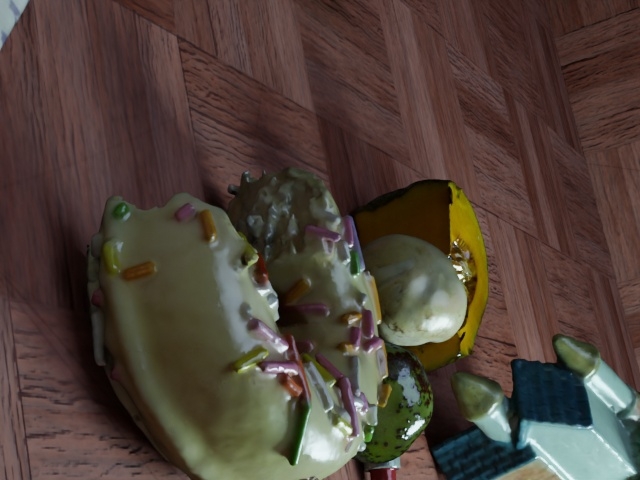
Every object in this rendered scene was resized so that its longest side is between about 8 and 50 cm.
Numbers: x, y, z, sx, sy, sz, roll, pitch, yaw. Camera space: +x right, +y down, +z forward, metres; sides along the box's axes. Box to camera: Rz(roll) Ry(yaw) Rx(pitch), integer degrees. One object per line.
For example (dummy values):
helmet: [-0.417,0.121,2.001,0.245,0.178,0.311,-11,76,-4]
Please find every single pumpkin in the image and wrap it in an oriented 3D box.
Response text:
pumpkin: [0.122,0.037,1.608,0.280,0.139,0.190,-56,129,-65]

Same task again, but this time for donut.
donut: [-0.054,0.084,1.160,0.371,0.150,0.307,-18,90,-68]

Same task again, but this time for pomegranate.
pomegranate: [0.052,0.163,1.380,0.163,0.125,0.138,-109,-148,-56]

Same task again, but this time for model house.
model house: [0.271,0.240,1.686,0.325,0.267,0.194,44,29,-30]

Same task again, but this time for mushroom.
mushroom: [0.102,0.059,1.472,0.148,0.112,0.148,16,44,-16]

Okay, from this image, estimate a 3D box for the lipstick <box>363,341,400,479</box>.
lipstick: [0.066,0.214,1.468,0.063,0.057,0.186,34,49,-60]

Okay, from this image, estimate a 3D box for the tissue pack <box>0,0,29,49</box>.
tissue pack: [-0.306,-0.207,0.826,0.242,0.125,0.344,57,28,-33]
